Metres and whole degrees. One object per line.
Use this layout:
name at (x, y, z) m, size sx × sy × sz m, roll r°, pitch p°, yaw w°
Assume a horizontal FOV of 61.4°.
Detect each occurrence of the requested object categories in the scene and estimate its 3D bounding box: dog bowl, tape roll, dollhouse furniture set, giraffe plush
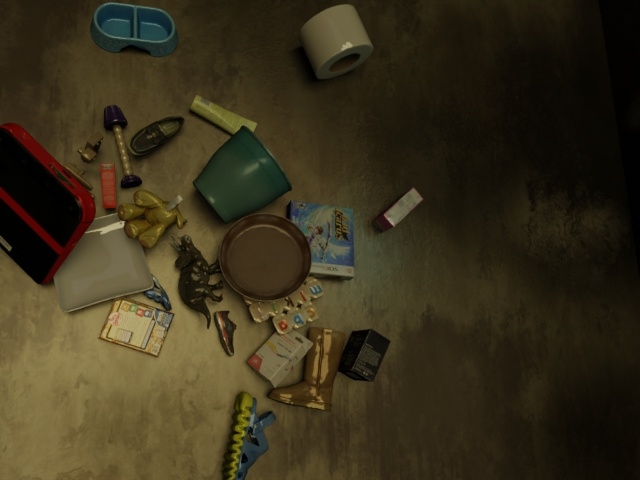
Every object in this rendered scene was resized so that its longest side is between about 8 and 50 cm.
dog bowl at (-0.650, -0.746, 1.895) m, size 0.297 × 0.074 × 0.166 m, roll 0°, pitch 78°, yaw -20°
tape roll at (0.059, -0.750, 2.052) m, size 0.246 × 0.246 × 0.169 m, roll -23°, pitch 86°, yaw -22°
dollhouse furniture set at (-0.727, -0.230, 1.733) m, size 0.123 × 0.144 × 0.151 m, roll 40°, pitch 54°, yaw -12°
giraffe plush at (-0.525, -0.084, 1.754) m, size 0.210 × 0.170 × 0.181 m, roll -24°, pitch 95°, yaw -2°

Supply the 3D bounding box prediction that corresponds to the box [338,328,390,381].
box at (0.147, 0.400, 1.879) m, size 0.093 × 0.156 × 0.158 m, roll 31°, pitch 70°, yaw -11°

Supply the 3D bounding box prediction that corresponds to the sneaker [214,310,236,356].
sneaker at (-0.304, 0.305, 1.796) m, size 0.065 × 0.061 × 0.158 m, roll -14°, pitch 84°, yaw -28°

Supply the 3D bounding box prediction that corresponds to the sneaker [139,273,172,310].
sneaker at (-0.535, 0.174, 1.747) m, size 0.059 × 0.053 × 0.144 m, roll -35°, pitch 83°, yaw -23°

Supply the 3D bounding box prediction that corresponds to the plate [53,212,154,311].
plate at (-0.698, 0.064, 1.701) m, size 0.278 × 0.045 × 0.277 m, roll -16°, pitch 76°, yaw -21°

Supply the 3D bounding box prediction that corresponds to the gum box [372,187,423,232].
gum box at (0.299, -0.119, 2.071) m, size 0.188 × 0.107 × 0.062 m, roll -41°, pitch 94°, yaw -22°

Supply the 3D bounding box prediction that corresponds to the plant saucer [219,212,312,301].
plant saucer at (-0.185, 0.059, 1.814) m, size 0.310 × 0.050 × 0.311 m, roll 4°, pitch 69°, yaw -11°

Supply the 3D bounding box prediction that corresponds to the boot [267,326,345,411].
boot at (-0.047, 0.431, 1.849) m, size 0.236 × 0.089 × 0.270 m, roll 15°, pitch 70°, yaw -16°

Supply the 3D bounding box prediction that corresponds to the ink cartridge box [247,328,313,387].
ink cartridge box at (-0.131, 0.376, 1.805) m, size 0.115 × 0.067 × 0.198 m, roll 28°, pitch 63°, yaw 34°

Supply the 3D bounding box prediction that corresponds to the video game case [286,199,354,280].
video game case at (0.000, 0.000, 1.950) m, size 0.244 × 0.061 × 0.270 m, roll 7°, pitch 69°, yaw -19°

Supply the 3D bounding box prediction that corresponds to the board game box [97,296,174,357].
board game box at (-0.582, 0.271, 1.712) m, size 0.193 × 0.045 × 0.147 m, roll 22°, pitch 72°, yaw -13°

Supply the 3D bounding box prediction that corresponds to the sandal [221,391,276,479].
sandal at (-0.226, 0.654, 1.716) m, size 0.138 × 0.126 × 0.317 m, roll 18°, pitch 75°, yaw -19°

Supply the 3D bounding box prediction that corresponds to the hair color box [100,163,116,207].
hair color box at (-0.682, -0.177, 1.738) m, size 0.043 × 0.072 × 0.141 m, roll -3°, pitch 98°, yaw -19°

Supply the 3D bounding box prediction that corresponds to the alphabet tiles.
alphabet tiles at (-0.130, 0.177, 1.873) m, size 0.284 × 0.021 × 0.278 m, roll -20°, pitch 73°, yaw -29°

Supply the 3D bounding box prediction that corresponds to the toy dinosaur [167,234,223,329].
toy dinosaur at (-0.406, 0.138, 1.783) m, size 0.160 × 0.121 × 0.314 m, roll -4°, pitch 84°, yaw -8°

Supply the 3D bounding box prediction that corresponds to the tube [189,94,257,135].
tube at (-0.352, -0.439, 1.945) m, size 0.240 × 0.062 × 0.070 m, roll 25°, pitch 115°, yaw -18°

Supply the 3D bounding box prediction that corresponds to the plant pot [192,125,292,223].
plant pot at (-0.279, -0.202, 1.818) m, size 0.255 × 0.271 × 0.272 m, roll -39°, pitch 93°, yaw -8°

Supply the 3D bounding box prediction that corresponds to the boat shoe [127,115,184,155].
boat shoe at (-0.549, -0.364, 1.815) m, size 0.223 × 0.073 × 0.080 m, roll -46°, pitch 110°, yaw -40°

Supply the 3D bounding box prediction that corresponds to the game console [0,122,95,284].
game console at (-0.861, -0.108, 1.571) m, size 0.386 × 0.342 × 0.060 m, roll 44°, pitch 23°, yaw 3°

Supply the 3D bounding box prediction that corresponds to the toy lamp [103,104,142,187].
toy lamp at (-0.662, -0.315, 1.794) m, size 0.080 × 0.080 × 0.275 m, roll -15°, pitch 83°, yaw -22°
